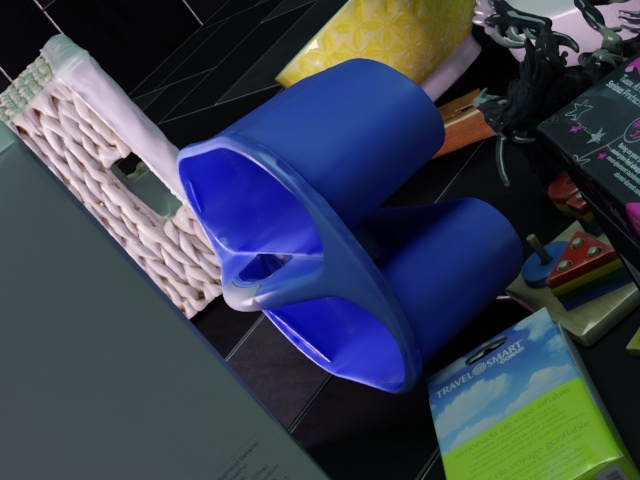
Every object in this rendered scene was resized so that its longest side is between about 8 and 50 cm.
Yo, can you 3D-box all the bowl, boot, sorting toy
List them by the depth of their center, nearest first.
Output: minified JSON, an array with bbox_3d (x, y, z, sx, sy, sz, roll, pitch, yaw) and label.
[{"bbox_3d":[0.210,0.005,0.823,0.132,0.046,0.274,-40,21,-3],"label":"sorting toy"},{"bbox_3d":[0.056,-0.110,1.253,0.280,0.096,0.264,-29,10,7],"label":"boot"},{"bbox_3d":[0.098,-0.244,1.316,0.289,0.156,0.289,-45,8,8],"label":"bowl"}]

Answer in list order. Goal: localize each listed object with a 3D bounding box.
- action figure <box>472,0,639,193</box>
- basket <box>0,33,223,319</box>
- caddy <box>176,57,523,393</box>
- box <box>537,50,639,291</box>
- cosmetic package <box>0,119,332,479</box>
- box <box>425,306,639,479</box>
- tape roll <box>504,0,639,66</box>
[{"bbox_3d":[0.215,-0.154,0.998,0.275,0.164,0.141,-39,38,-27],"label":"action figure"},{"bbox_3d":[-0.285,-0.043,1.345,0.266,0.328,0.331,-44,22,-5],"label":"basket"},{"bbox_3d":[0.000,0.000,0.891,0.179,0.241,0.341,-37,12,-16],"label":"caddy"},{"bbox_3d":[0.254,-0.005,0.588,0.142,0.163,0.247,-36,27,6],"label":"box"},{"bbox_3d":[-0.147,0.105,0.749,0.155,0.365,0.197,-41,22,-8],"label":"cosmetic package"},{"bbox_3d":[0.131,0.124,0.711,0.109,0.042,0.178,-33,21,12],"label":"box"},{"bbox_3d":[0.365,-0.343,1.235,0.392,0.072,0.392,-32,23,16],"label":"tape roll"}]
